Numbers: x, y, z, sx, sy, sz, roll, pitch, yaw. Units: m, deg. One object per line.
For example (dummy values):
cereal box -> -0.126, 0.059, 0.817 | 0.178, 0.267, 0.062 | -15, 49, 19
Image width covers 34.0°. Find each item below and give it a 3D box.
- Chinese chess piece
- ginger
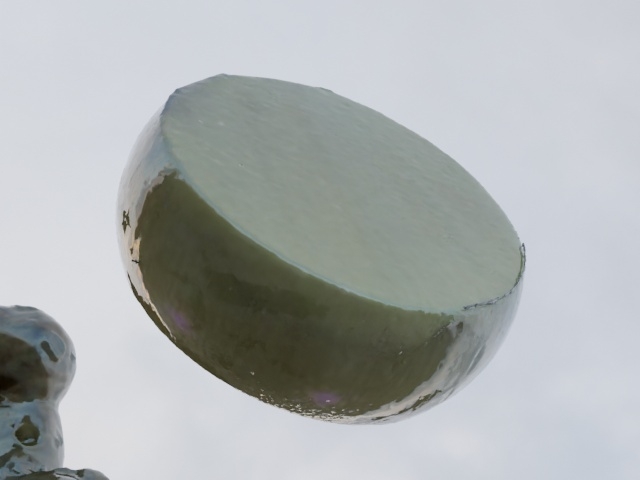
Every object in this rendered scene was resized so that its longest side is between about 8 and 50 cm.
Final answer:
Chinese chess piece -> 0.000, 0.000, 0.633 | 0.250, 0.251, 0.097 | 28, -62, 4
ginger -> -0.273, 0.202, 0.850 | 0.244, 0.304, 0.155 | -32, -34, 9
